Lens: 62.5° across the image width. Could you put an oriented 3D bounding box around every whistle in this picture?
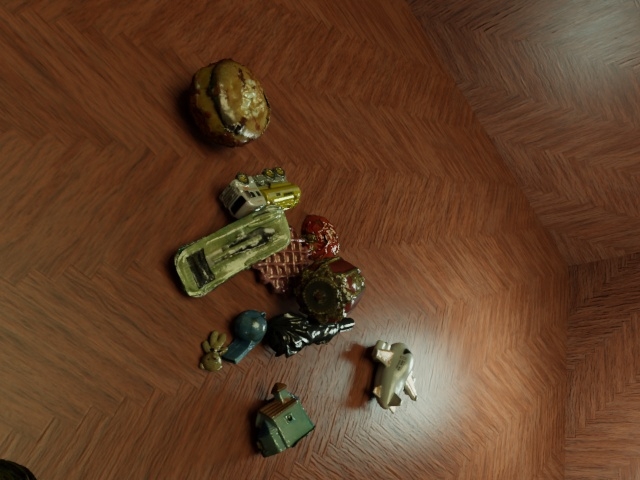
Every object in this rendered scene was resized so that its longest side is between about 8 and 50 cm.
[{"bbox_3d":[-0.184,0.222,1.298,0.158,0.090,0.090,-39,106,-48],"label":"whistle"}]

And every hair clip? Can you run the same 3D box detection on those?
[{"bbox_3d":[-0.222,0.018,1.310,0.321,0.091,0.138,-29,114,-31],"label":"hair clip"}]

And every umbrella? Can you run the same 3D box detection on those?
[{"bbox_3d":[-0.015,0.249,1.469,0.340,0.118,0.118,1,76,-49],"label":"umbrella"}]

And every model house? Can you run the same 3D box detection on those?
[{"bbox_3d":[-0.106,0.432,1.301,0.148,0.119,0.148,-16,78,-49],"label":"model house"}]

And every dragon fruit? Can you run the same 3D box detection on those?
[{"bbox_3d":[0.000,0.000,1.600,0.106,0.083,0.162,-33,104,-47],"label":"dragon fruit"}]

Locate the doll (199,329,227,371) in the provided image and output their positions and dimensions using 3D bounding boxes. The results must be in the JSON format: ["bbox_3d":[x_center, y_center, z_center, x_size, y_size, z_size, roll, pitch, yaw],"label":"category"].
[{"bbox_3d":[-0.253,0.262,1.246,0.062,0.051,0.093,20,35,-16],"label":"doll"}]

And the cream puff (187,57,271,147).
[{"bbox_3d":[-0.246,-0.355,1.383,0.240,0.164,0.240,22,65,-59],"label":"cream puff"}]

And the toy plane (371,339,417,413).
[{"bbox_3d":[0.238,0.430,1.685,0.245,0.117,0.244,20,62,-42],"label":"toy plane"}]

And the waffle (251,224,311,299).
[{"bbox_3d":[-0.117,0.035,1.467,0.234,0.055,0.221,50,44,-23],"label":"waffle"}]

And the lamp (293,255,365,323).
[{"bbox_3d":[0.029,0.135,1.472,0.274,0.177,0.177,-19,91,-74],"label":"lamp"}]

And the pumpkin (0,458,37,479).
[{"bbox_3d":[-0.514,0.386,0.794,0.278,0.163,0.111,31,55,-40],"label":"pumpkin"}]

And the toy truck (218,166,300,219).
[{"bbox_3d":[-0.155,-0.123,1.424,0.227,0.098,0.114,-19,71,-51],"label":"toy truck"}]
